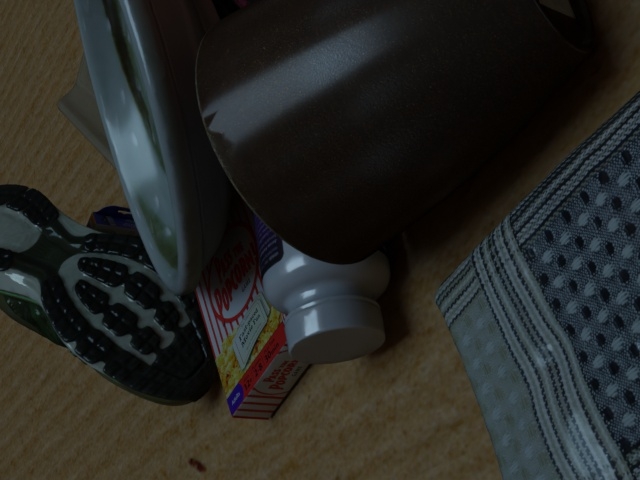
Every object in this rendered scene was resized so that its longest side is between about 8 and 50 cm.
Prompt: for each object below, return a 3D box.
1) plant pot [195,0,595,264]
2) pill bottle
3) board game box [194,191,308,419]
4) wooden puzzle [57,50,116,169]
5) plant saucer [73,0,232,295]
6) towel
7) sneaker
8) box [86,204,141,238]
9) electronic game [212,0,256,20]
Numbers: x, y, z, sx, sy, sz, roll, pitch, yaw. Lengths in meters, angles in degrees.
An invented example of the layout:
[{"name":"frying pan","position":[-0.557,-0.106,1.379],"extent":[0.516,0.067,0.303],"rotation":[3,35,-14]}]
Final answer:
[{"name":"plant pot","position":[0.066,-0.126,0.710],"extent":[0.230,0.215,0.216],"rotation":[-29,57,34]},{"name":"pill bottle","position":[0.000,0.000,0.840],"extent":[0.108,0.108,0.194],"rotation":[-39,50,45]},{"name":"board game box","position":[-0.061,0.053,0.975],"extent":[0.147,0.045,0.194],"rotation":[-56,40,32]},{"name":"wooden puzzle","position":[-0.209,-0.282,1.267],"extent":[0.322,0.080,0.348],"rotation":[38,109,53]},{"name":"plant saucer","position":[-0.152,-0.149,0.977],"extent":[0.400,0.100,0.401],"rotation":[164,90,-75]},{"name":"towel","position":[0.182,0.076,0.466],"extent":[0.312,0.056,0.324],"rotation":[-47,46,41]},{"name":"sneaker","position":[-0.267,0.081,1.172],"extent":[0.410,0.158,0.182],"rotation":[31,151,29]},{"name":"box","position":[-0.268,0.016,1.267],"extent":[0.136,0.081,0.028],"rotation":[-58,39,31]},{"name":"electronic game","position":[-0.017,-0.279,0.907],"extent":[0.229,0.048,0.229],"rotation":[3,98,25]}]
